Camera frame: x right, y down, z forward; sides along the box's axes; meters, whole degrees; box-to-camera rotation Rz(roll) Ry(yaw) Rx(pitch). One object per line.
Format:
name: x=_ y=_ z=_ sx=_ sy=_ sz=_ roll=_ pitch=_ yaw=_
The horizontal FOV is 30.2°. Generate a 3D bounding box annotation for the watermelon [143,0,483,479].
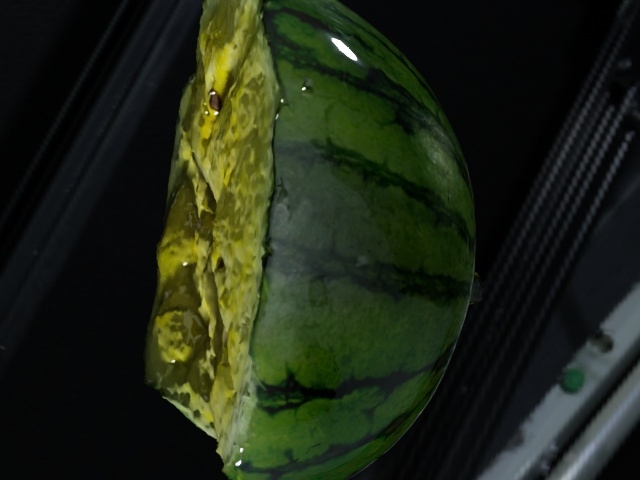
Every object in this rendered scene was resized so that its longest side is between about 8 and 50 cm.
watermelon: x=0.000 y=0.000 z=0.744 sx=0.189 sy=0.331 sz=0.331 roll=8 pitch=-92 yaw=-22
